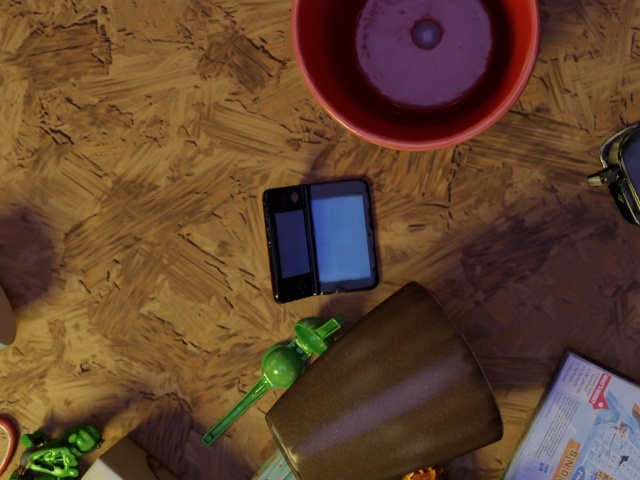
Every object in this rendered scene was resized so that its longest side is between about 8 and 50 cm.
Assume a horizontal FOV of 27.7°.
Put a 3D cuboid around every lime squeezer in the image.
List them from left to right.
[{"bbox_3d":[-0.038,0.159,1.628,0.059,0.110,0.310,36,129,-13],"label":"lime squeezer"}]

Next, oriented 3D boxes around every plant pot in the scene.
[{"bbox_3d":[0.059,0.195,1.525,0.230,0.215,0.215,-28,91,-10],"label":"plant pot"},{"bbox_3d":[0.115,-0.241,1.501,0.275,0.243,0.274,1,95,8],"label":"plant pot"}]

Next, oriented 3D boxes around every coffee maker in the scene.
[{"bbox_3d":[0.405,-0.061,1.511,0.171,0.178,0.120,44,99,2],"label":"coffee maker"}]

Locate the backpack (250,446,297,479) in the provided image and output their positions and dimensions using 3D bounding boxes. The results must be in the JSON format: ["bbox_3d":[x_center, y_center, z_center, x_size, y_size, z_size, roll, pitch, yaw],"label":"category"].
[{"bbox_3d":[-0.031,0.317,1.616,0.115,0.152,0.182,39,88,-2],"label":"backpack"}]

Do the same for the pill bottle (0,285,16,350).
[{"bbox_3d":[-0.547,0.143,1.651,0.302,0.169,0.169,-27,91,9],"label":"pill bottle"}]

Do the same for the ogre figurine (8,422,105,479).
[{"bbox_3d":[-0.353,0.291,1.664,0.097,0.118,0.197,33,99,-1],"label":"ogre figurine"}]

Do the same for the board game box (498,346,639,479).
[{"bbox_3d":[0.378,0.342,1.602,0.318,0.066,0.318,27,97,5],"label":"board game box"}]

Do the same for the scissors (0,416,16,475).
[{"bbox_3d":[-0.506,0.355,1.736,0.109,0.021,0.297,28,96,2],"label":"scissors"}]

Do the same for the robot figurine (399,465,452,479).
[{"bbox_3d":[0.082,0.403,1.562,0.291,0.085,0.211,-48,43,-15],"label":"robot figurine"}]

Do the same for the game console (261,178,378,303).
[{"bbox_3d":[0.000,0.000,1.617,0.085,0.124,0.144,-4,94,34],"label":"game console"}]

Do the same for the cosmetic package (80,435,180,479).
[{"bbox_3d":[-0.195,0.406,1.647,0.296,0.129,0.153,41,99,2],"label":"cosmetic package"}]
